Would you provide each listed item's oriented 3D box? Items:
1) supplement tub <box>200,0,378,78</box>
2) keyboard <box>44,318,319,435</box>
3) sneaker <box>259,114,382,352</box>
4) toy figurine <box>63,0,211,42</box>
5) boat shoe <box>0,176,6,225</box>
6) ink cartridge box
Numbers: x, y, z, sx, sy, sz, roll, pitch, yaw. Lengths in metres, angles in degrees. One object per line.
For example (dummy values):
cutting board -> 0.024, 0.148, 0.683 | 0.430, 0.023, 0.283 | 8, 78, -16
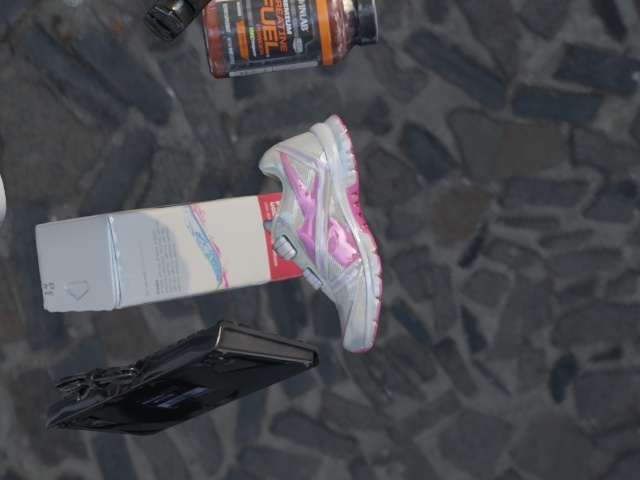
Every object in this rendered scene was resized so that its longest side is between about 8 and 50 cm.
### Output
supplement tub -> -0.035, -0.249, 1.637 | 0.198, 0.106, 0.106 | -8, 121, -1
keyboard -> -0.095, 0.081, 0.832 | 0.108, 0.023, 0.180 | 12, 152, -39
sneaker -> 0.000, 0.000, 1.511 | 0.111, 0.103, 0.252 | -14, 85, 0
toy figurine -> -0.173, -0.308, 1.299 | 0.148, 0.213, 0.209 | -55, 146, -22
boat shoe -> -0.541, -0.044, 1.768 | 0.156, 0.367, 0.136 | -24, 108, -41
ink cartridge box -> -0.206, 0.016, 1.972 | 0.306, 0.226, 0.131 | -7, 90, -37
